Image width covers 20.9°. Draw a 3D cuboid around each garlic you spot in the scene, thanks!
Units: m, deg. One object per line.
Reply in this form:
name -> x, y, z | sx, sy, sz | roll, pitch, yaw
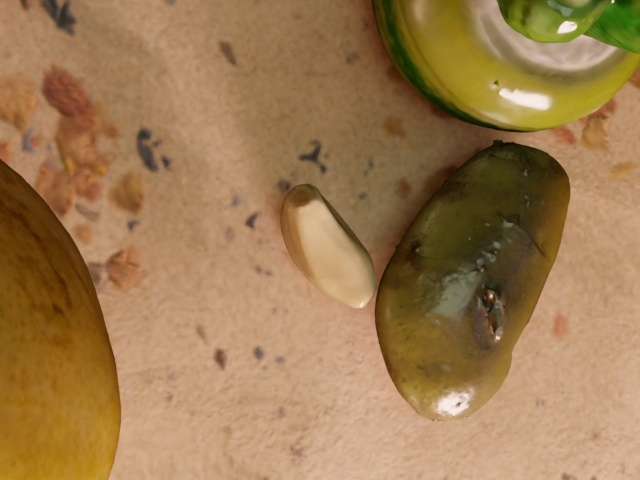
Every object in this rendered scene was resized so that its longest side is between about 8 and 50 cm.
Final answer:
garlic -> 0.001, 0.000, 1.051 | 0.041, 0.053, 0.083 | -33, 118, -5

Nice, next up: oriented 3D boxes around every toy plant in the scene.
toy plant -> 0.163, -0.158, 0.983 | 0.224, 0.316, 0.184 | -21, 98, -24

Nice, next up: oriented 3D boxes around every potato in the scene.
potato -> 0.097, 0.020, 1.078 | 0.105, 0.085, 0.188 | 44, 68, -34

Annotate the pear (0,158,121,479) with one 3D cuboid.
pear -> -0.250, 0.061, 0.814 | 0.314, 0.314, 0.314 | 0, 89, -23
